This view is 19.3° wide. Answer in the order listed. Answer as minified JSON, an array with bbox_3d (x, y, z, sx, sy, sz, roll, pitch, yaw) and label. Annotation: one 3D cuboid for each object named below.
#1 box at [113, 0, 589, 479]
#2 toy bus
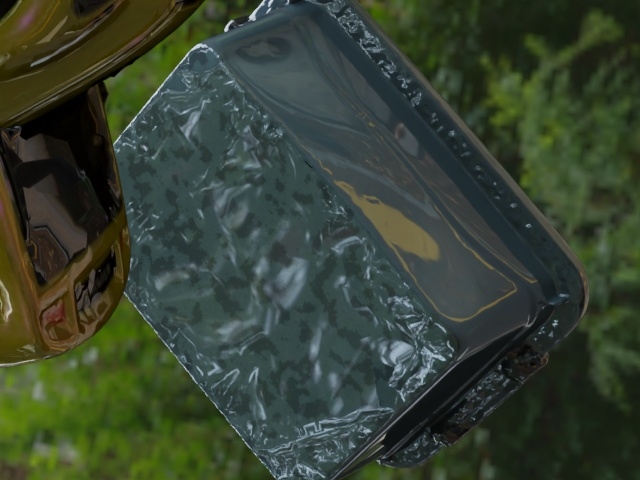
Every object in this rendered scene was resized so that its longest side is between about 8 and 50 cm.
[{"bbox_3d":[0.000,0.000,0.900,0.162,0.227,0.130,-46,-13,33],"label":"box"},{"bbox_3d":[-0.169,-0.011,0.545,0.151,0.331,0.145,64,-167,-9],"label":"toy bus"}]
